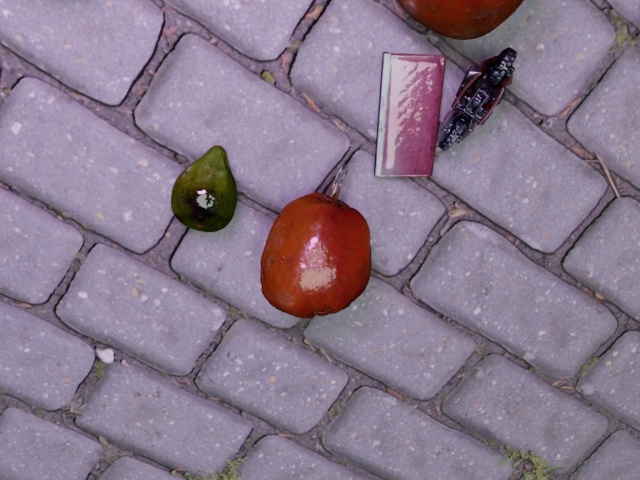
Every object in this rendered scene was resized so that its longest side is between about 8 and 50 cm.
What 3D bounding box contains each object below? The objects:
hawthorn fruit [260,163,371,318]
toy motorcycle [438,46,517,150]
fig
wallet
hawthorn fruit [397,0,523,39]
[{"bbox_3d":[0.000,0.000,1.162,0.211,0.211,0.299,11,97,-10],"label":"hawthorn fruit"},{"bbox_3d":[0.285,-0.262,1.136,0.082,0.122,0.213,37,119,5],"label":"toy motorcycle"},{"bbox_3d":[-0.212,-0.100,1.153,0.123,0.123,0.156,12,72,-11],"label":"fig"},{"bbox_3d":[0.167,-0.233,1.170,0.119,0.025,0.232,1,112,-6],"label":"wallet"},{"bbox_3d":[0.219,-0.465,0.964,0.284,0.284,0.285,-2,113,-5],"label":"hawthorn fruit"}]
